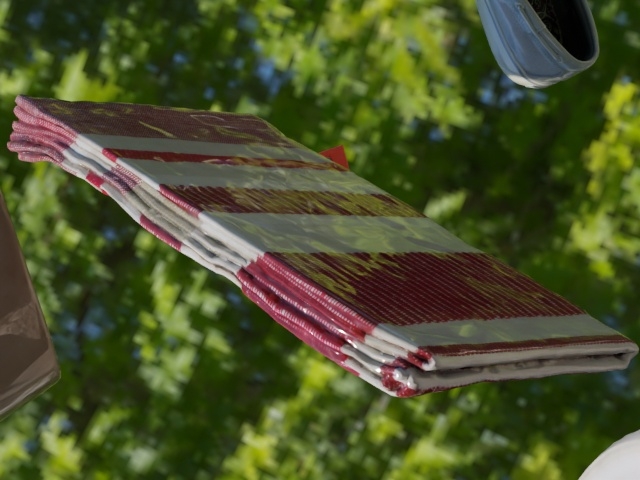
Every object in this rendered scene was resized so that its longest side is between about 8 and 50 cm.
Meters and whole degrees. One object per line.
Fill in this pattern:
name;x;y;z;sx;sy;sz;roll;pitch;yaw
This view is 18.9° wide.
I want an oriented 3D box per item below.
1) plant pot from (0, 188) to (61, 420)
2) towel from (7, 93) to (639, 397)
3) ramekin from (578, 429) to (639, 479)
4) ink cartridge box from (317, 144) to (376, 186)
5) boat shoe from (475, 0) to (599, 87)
plant pot;-0.336;0.049;1.290;0.280;0.323;0.323;-19;-47;-10
towel;0.000;0.000;1.134;0.237;0.329;0.037;-1;-63;-53
ramekin;0.267;0.247;1.330;0.127;0.273;0.273;10;-76;-28
ink cartridge box;0.020;-0.015;1.508;0.063;0.029;0.115;-21;-82;-38
boat shoe;0.139;-0.219;1.371;0.079;0.081;0.227;-32;-77;-33
